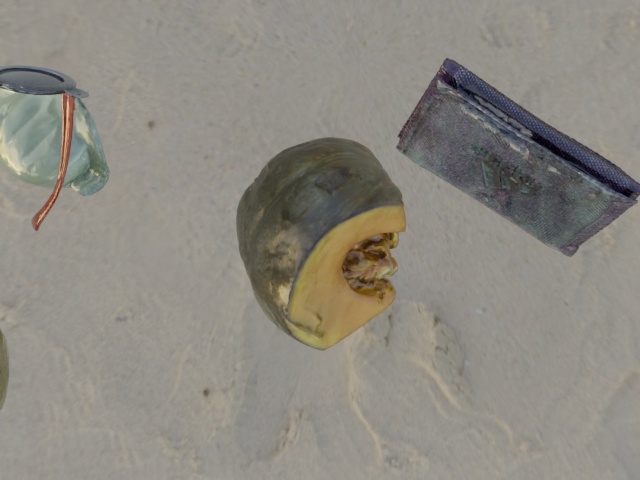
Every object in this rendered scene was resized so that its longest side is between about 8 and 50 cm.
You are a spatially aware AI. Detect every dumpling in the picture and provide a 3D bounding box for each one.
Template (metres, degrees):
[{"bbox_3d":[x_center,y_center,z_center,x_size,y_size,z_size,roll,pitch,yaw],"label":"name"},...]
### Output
[{"bbox_3d":[-0.377,-0.151,1.173,0.219,0.108,0.152,31,100,3],"label":"dumpling"}]

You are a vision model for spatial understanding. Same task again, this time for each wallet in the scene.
[{"bbox_3d":[0.140,-0.056,0.620,0.166,0.111,0.030,34,67,3],"label":"wallet"}]

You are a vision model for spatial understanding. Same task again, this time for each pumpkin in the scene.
[{"bbox_3d":[0.000,0.000,1.362,0.256,0.225,0.303,-12,125,-20],"label":"pumpkin"}]

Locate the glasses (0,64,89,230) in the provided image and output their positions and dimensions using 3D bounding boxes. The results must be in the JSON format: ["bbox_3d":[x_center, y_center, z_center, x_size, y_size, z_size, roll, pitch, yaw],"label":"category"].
[{"bbox_3d":[-0.406,-0.082,1.033,0.118,0.234,0.268,36,132,33],"label":"glasses"}]

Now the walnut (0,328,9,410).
[{"bbox_3d":[-0.589,0.189,1.177,0.282,0.277,0.253,-50,130,-18],"label":"walnut"}]
